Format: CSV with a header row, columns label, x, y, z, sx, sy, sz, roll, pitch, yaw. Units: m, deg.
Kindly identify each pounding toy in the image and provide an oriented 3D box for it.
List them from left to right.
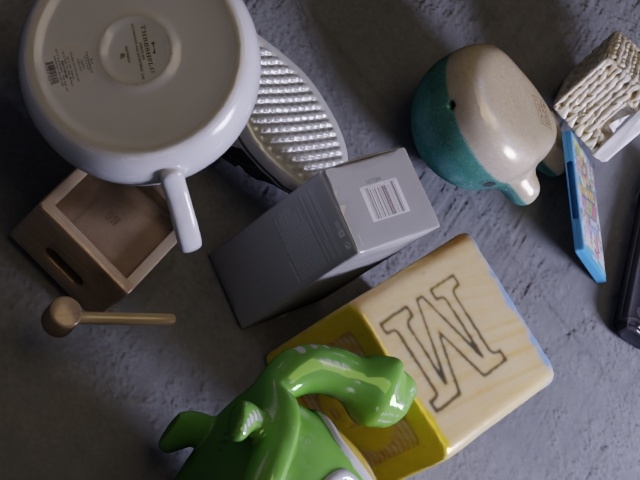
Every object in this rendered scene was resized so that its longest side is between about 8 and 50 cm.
label,x,y,z,sx,sy,sz,roll,pitch,yaw
pounding toy,-0.227,0.031,1.705,0.181,0.094,0.206,46,51,-7

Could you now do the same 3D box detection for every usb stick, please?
label,x,y,z,sx,sy,sz,roll,pitch,yaw
usb stick,0.436,0.017,2.200,0.077,0.045,0.278,36,53,-25

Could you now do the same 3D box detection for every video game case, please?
label,x,y,z,sx,sy,sz,roll,pitch,yaw
video game case,0.337,-0.042,2.136,0.119,0.015,0.166,44,39,-59

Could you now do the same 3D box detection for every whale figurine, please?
label,x,y,z,sx,sy,sz,roll,pitch,yaw
whale figurine,0.210,-0.137,2.083,0.272,0.141,0.216,10,61,-58

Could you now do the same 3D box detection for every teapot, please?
label,x,y,z,sx,sy,sz,roll,pitch,yaw
teapot,-0.173,-0.157,1.663,0.252,0.187,0.256,28,79,5

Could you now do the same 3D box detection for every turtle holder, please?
label,x,y,z,sx,sy,sz,roll,pitch,yaw
turtle holder,-0.044,0.262,1.633,0.227,0.243,0.320,34,45,-16

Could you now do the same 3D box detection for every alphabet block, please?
label,x,y,z,sx,sy,sz,roll,pitch,yaw
alphabet block,0.097,0.138,1.818,0.197,0.192,0.193,-30,85,-41

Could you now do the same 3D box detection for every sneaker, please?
label,x,y,z,sx,sy,sz,roll,pitch,yaw
sneaker,-0.107,-0.165,1.864,0.321,0.127,0.126,49,52,-12

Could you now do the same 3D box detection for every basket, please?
label,x,y,z,sx,sy,sz,roll,pitch,yaw
basket,0.380,-0.192,2.183,0.103,0.113,0.167,45,25,-5

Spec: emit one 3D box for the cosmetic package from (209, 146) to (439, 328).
label,x,y,z,sx,sy,sz,roll,pitch,yaw
cosmetic package,0.000,0.000,1.786,0.127,0.238,0.107,-19,83,-41
